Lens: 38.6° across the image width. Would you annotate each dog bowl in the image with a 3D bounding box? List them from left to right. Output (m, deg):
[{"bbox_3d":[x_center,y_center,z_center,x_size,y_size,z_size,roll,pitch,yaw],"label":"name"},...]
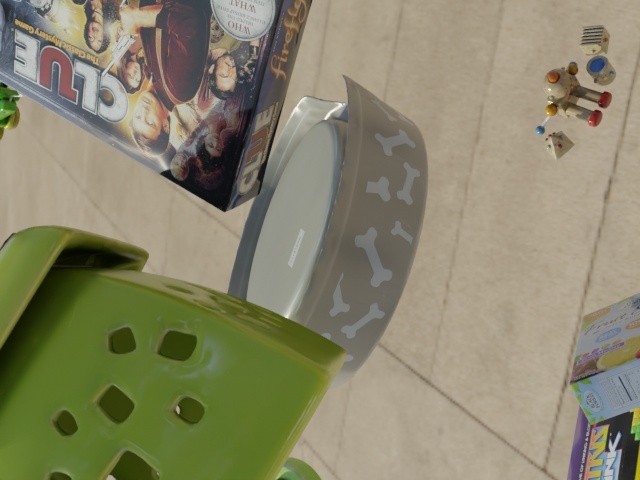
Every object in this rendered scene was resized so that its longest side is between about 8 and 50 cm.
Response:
[{"bbox_3d":[0.000,0.000,0.973,0.349,0.102,0.349,-163,90,-74],"label":"dog bowl"}]

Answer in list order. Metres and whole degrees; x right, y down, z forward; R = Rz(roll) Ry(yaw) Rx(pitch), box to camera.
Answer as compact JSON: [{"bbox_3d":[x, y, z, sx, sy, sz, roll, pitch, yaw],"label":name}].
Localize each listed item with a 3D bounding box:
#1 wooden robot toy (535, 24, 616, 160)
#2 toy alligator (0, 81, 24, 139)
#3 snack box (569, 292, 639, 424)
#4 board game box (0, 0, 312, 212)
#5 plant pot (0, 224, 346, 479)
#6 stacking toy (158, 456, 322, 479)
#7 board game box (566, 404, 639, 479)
[{"bbox_3d":[0.306,-0.188,1.104,0.076,0.079,0.173,25,87,40],"label":"wooden robot toy"},{"bbox_3d":[-0.363,-0.153,1.012,0.189,0.056,0.051,-24,70,42],"label":"toy alligator"},{"bbox_3d":[0.240,0.074,0.671,0.100,0.141,0.037,-26,95,25],"label":"snack box"},{"bbox_3d":[-0.130,-0.145,0.593,0.243,0.042,0.165,29,126,17],"label":"board game box"},{"bbox_3d":[-0.127,0.119,0.586,0.227,0.207,0.228,-59,-4,-2],"label":"plant pot"},{"bbox_3d":[-0.145,0.365,1.217,0.309,0.130,0.280,51,122,28],"label":"stacking toy"},{"bbox_3d":[0.297,0.225,0.892,0.141,0.048,0.170,133,156,-65],"label":"board game box"}]
